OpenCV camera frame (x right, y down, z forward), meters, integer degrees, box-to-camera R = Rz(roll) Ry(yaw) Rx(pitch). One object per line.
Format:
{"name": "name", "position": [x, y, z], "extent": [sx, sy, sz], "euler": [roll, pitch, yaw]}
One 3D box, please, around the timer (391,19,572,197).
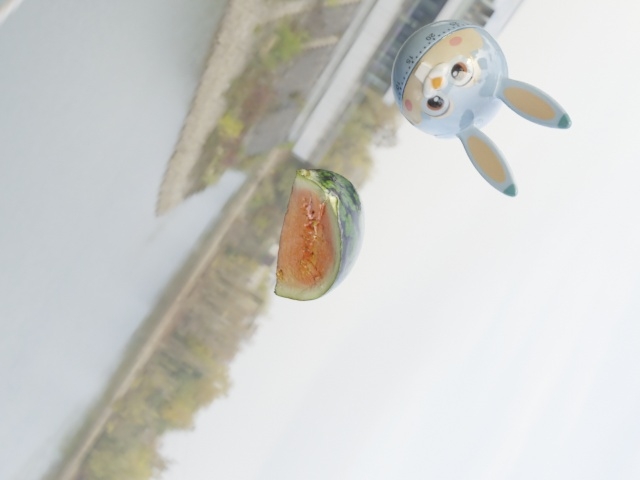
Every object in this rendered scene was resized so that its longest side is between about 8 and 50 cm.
{"name": "timer", "position": [0.185, -0.189, 1.415], "extent": [0.175, 0.175, 0.255], "euler": [-56, -150, 21]}

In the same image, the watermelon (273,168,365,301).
{"name": "watermelon", "position": [0.008, 0.008, 1.108], "extent": [0.069, 0.087, 0.163], "euler": [-108, -157, -48]}
